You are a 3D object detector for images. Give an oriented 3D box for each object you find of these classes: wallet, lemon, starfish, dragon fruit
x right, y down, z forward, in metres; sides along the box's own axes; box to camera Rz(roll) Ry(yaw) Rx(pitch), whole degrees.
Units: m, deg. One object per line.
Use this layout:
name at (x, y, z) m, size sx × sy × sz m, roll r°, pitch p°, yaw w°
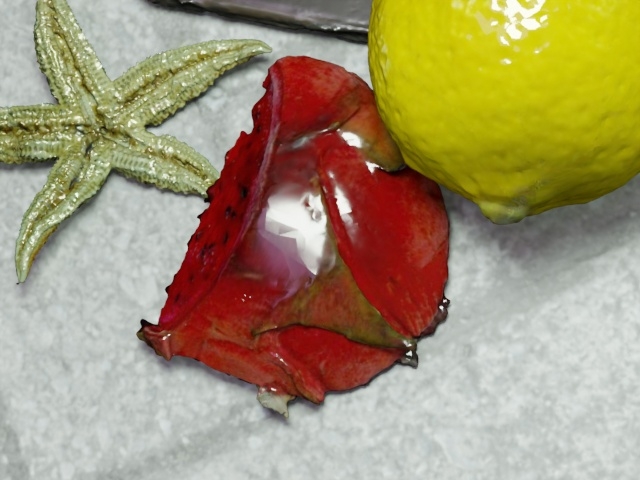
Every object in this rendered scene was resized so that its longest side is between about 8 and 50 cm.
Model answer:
wallet at (-0.043, -0.303, 1.774) m, size 0.309 × 0.042 × 0.165 m, roll 12°, pitch 77°, yaw 16°
lemon at (0.198, -0.192, 1.543) m, size 0.336 × 0.336 × 0.336 m, roll -4°, pitch 75°, yaw 13°
starfish at (-0.226, -0.104, 1.751) m, size 0.358 × 0.078 × 0.347 m, roll 34°, pitch 82°, yaw 8°
dragon fruit at (0.000, 0.000, 1.642) m, size 0.282 × 0.100 × 0.343 m, roll 23°, pitch 86°, yaw 7°
